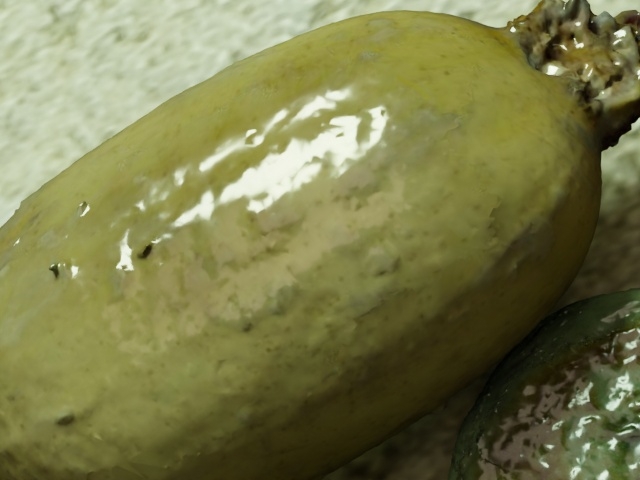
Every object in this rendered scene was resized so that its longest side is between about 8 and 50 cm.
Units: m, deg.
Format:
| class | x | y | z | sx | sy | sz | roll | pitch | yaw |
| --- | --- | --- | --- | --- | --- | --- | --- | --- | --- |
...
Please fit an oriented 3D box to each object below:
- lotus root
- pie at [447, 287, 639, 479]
| class | x | y | z | sx | sy | sz | roll | pitch | yaw |
| --- | --- | --- | --- | --- | --- | --- | --- | --- | --- |
| lotus root | 0.000 | 0.000 | 0.720 | 0.342 | 0.151 | 0.169 | -32 | 67 | 5 |
| pie | 0.140 | 0.105 | 0.708 | 0.187 | 0.041 | 0.187 | -4 | 71 | 12 |
